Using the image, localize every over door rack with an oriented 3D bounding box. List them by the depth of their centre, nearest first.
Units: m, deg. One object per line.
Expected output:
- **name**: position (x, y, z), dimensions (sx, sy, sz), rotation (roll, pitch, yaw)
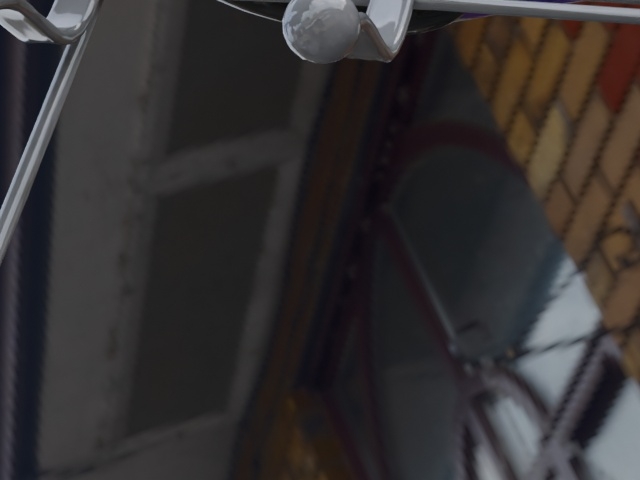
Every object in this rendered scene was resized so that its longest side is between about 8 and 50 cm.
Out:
- **over door rack**: position (0.000, 0.000, 0.556), dimensions (0.239, 0.324, 0.108), rotation (5, -27, 14)

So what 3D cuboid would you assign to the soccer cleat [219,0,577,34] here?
- **soccer cleat**: position (0.094, -0.132, 0.754), dimensions (0.318, 0.108, 0.116), rotation (-4, -5, 22)
